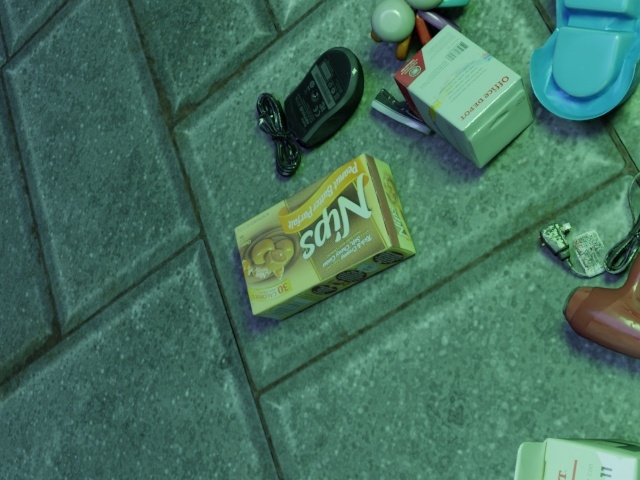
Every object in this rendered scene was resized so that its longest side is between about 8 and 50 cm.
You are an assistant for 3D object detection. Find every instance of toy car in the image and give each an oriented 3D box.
[{"bbox_3d":[0.180,-0.389,1.575,0.136,0.159,0.182,45,110,-2],"label":"toy car"}]

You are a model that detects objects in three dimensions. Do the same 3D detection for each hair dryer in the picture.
[{"bbox_3d":[0.446,0.056,1.302,0.224,0.080,0.293,-30,64,28],"label":"hair dryer"}]

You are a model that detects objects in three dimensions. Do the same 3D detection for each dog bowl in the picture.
[{"bbox_3d":[0.420,-0.329,1.371,0.166,0.074,0.297,18,106,37],"label":"dog bowl"}]

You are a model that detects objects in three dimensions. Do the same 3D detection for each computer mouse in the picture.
[{"bbox_3d":[-0.003,-0.259,1.720,0.272,0.072,0.188,-38,61,39],"label":"computer mouse"}]

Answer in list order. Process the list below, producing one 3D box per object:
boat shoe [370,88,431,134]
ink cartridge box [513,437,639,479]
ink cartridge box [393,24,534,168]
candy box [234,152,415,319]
[{"bbox_3d":[0.145,-0.229,1.610,0.142,0.049,0.040,36,101,39],"label":"boat shoe"},{"bbox_3d":[0.355,0.356,1.130,0.119,0.353,0.207,5,84,38],"label":"ink cartridge box"},{"bbox_3d":[0.234,-0.231,1.475,0.128,0.127,0.176,-42,55,-1],"label":"ink cartridge box"},{"bbox_3d":[0.000,0.000,1.642,0.316,0.088,0.182,-28,65,29],"label":"candy box"}]
